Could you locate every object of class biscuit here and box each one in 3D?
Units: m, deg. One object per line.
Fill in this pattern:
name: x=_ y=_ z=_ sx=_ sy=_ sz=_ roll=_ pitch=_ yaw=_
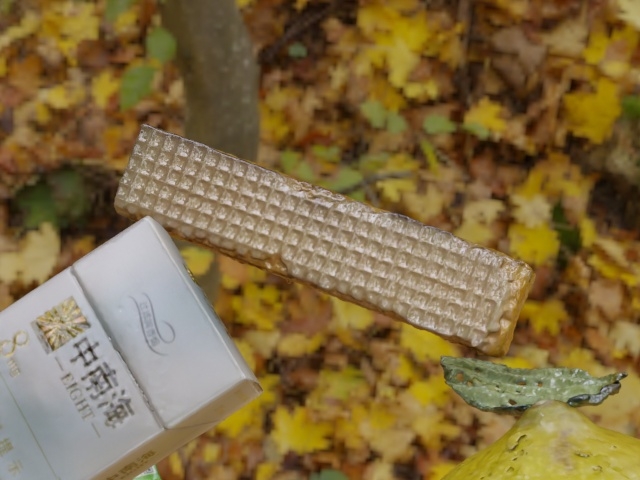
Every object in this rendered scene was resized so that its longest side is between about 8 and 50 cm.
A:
biscuit: x=0.000 y=0.000 z=1.222 sx=0.379 sy=0.094 sz=0.054 roll=20 pitch=-4 yaw=13

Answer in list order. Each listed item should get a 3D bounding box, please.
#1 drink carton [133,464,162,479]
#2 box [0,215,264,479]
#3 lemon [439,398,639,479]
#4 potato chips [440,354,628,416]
drink carton: x=-0.277 y=0.268 z=1.349 sx=0.271 sy=0.161 sz=0.108 roll=-18 pitch=54 yaw=-12
box: x=-0.184 y=0.112 z=1.022 sx=0.243 sy=0.067 sz=0.155 roll=-34 pitch=72 yaw=0
lemon: x=0.172 y=0.264 z=0.942 sx=0.258 sy=0.310 sz=0.258 roll=-7 pitch=8 yaw=1
potato chips: x=0.165 y=0.123 z=1.187 sx=0.092 sy=0.028 sz=0.207 roll=-22 pitch=17 yaw=-38
